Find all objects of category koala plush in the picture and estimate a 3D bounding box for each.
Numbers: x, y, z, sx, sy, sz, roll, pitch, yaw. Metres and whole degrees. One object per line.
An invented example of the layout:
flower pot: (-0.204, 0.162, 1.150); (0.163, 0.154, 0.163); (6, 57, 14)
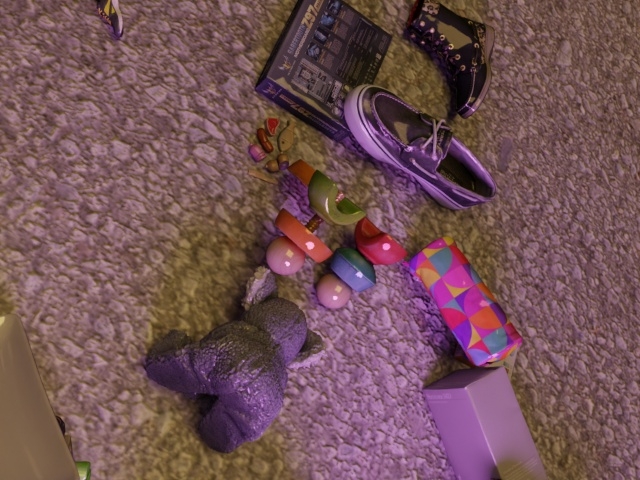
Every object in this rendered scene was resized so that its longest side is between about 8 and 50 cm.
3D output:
koala plush: (-0.093, 0.161, 1.011); (0.196, 0.203, 0.221); (53, 48, -7)

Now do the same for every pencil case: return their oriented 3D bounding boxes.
pencil case: (0.246, 0.105, 1.206); (0.104, 0.104, 0.236); (-19, 64, -30)

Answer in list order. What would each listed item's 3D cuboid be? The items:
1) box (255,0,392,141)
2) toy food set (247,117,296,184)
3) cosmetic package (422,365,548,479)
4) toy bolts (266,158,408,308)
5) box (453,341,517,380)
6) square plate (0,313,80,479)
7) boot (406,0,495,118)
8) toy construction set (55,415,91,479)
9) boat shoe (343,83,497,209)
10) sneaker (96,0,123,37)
box: (0.010, -0.320, 1.248); (0.183, 0.059, 0.232); (30, 66, -20)
toy food set: (-0.082, -0.160, 1.181); (0.078, 0.019, 0.122); (19, 69, -23)
cosmetic package: (0.283, 0.341, 1.188); (0.107, 0.127, 0.238); (-22, 87, -31)
toy bolts: (0.000, 0.000, 1.133); (0.158, 0.218, 0.228); (-48, 121, 1)
box: (0.315, 0.208, 1.294); (0.136, 0.028, 0.081); (28, 66, -17)
square plate: (-0.474, 0.213, 0.746); (0.347, 0.344, 0.049); (-10, 121, -30)
boot: (0.247, -0.366, 1.373); (0.179, 0.085, 0.236); (24, 61, -18)
toy construction set: (-0.392, 0.304, 0.789); (0.328, 0.215, 0.151); (14, 114, -12)
boat shoe: (0.192, -0.173, 1.241); (0.335, 0.119, 0.121); (32, 68, -28)
sneaker: (-0.332, -0.356, 1.097); (0.035, 0.031, 0.083); (-13, 79, -16)
